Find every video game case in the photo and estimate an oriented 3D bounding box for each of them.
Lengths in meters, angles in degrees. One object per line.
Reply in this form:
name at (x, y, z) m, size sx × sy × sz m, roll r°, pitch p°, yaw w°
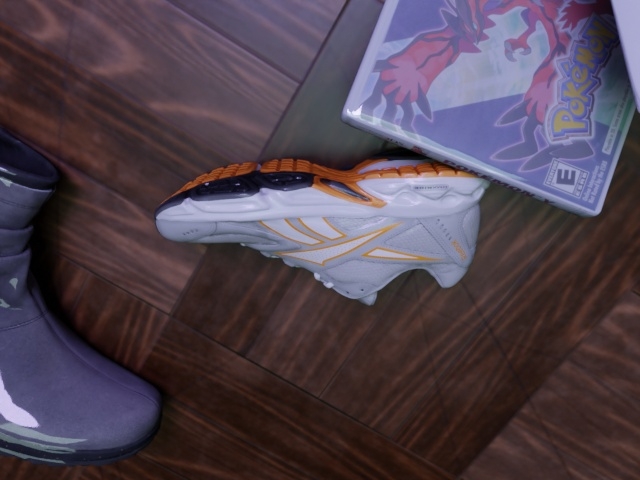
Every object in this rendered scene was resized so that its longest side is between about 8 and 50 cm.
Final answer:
video game case at (0.133, -0.140, 0.353) m, size 0.184 × 0.023 × 0.201 m, roll 21°, pitch 86°, yaw -2°

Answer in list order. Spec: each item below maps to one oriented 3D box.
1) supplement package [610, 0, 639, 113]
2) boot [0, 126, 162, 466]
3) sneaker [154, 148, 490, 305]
supplement package at (0.266, -0.191, 0.207) m, size 0.262 × 0.145 × 0.203 m, roll -15°, pitch 88°, yaw 49°
boot at (-0.264, 0.036, 0.441) m, size 0.338 × 0.118 × 0.222 m, roll 26°, pitch 103°, yaw -9°
sneaker at (0.000, 0.000, 0.415) m, size 0.263 × 0.099 × 0.120 m, roll -2°, pitch 113°, yaw 7°
